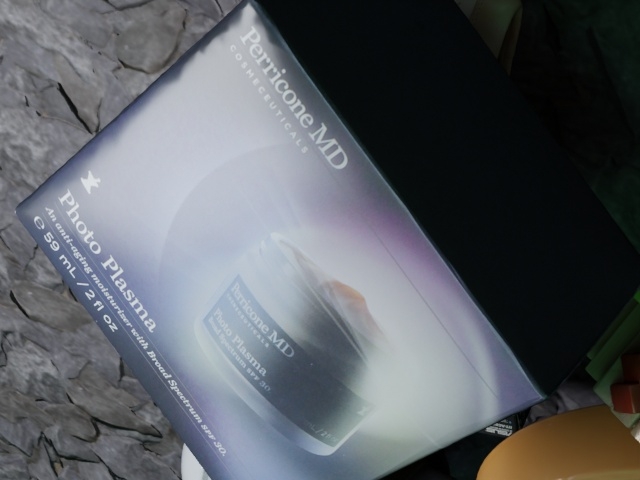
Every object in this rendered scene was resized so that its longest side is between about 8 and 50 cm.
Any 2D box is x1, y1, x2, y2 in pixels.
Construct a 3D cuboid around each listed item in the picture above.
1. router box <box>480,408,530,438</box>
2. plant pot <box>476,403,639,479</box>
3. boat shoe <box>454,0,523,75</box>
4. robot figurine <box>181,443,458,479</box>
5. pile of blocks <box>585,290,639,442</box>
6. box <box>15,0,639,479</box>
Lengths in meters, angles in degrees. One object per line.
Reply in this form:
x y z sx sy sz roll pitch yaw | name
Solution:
0.121 0.112 1.221 0.122 0.092 0.038 8 132 23 | router box
0.264 0.288 1.158 0.291 0.203 0.291 5 141 4 | plant pot
0.099 -0.052 1.080 0.098 0.109 0.302 14 128 20 | boat shoe
0.005 0.219 1.301 0.278 0.174 0.209 22 98 37 | robot figurine
0.315 0.027 0.979 0.362 0.113 0.149 -30 73 33 | pile of blocks
0.000 0.000 0.982 0.294 0.183 0.296 -35 92 41 | box
